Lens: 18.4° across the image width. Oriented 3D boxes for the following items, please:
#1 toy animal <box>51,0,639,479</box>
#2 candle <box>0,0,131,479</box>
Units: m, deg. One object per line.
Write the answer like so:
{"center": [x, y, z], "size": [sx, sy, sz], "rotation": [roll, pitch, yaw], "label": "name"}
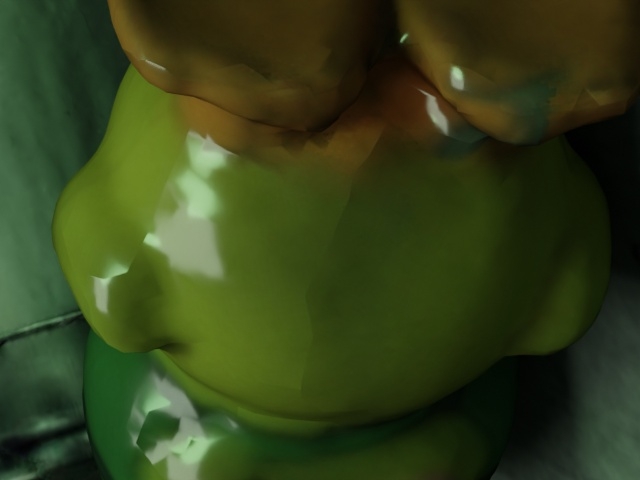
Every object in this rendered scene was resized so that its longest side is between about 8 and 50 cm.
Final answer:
{"center": [0.000, -0.001, 0.799], "size": [0.338, 0.216, 0.191], "rotation": [99, 167, -47], "label": "toy animal"}
{"center": [-0.180, -0.034, 1.042], "size": [0.221, 0.221, 0.342], "rotation": [-11, 99, 61], "label": "candle"}
